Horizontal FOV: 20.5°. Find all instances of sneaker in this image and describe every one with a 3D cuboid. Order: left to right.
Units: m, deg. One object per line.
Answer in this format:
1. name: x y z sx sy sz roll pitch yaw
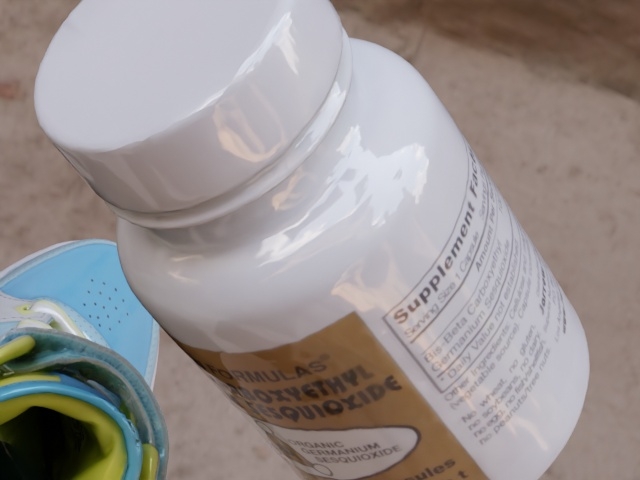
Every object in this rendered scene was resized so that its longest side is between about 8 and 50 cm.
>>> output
1. sneaker: -0.117 0.078 0.798 0.127 0.208 0.319 41 42 -12

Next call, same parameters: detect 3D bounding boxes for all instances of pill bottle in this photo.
1. pill bottle: 0.000 0.000 0.656 0.131 0.229 0.131 -20 44 20
